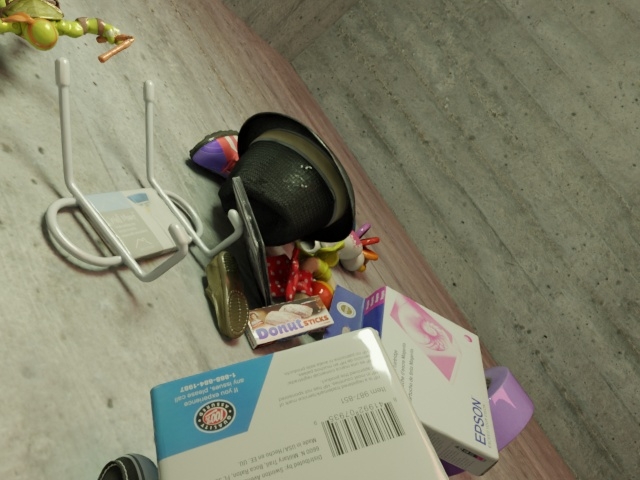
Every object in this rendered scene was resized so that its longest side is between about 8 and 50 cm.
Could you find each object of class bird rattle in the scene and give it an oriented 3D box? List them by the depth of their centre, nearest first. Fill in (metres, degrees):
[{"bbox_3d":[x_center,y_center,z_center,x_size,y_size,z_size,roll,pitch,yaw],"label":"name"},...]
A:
[{"bbox_3d":[-0.013,0.097,1.089,0.207,0.143,0.253,68,18,-7],"label":"bird rattle"}]

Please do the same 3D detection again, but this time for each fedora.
[{"bbox_3d":[-0.094,-0.090,1.009,0.152,0.334,0.334,-39,93,-31],"label":"fedora"}]

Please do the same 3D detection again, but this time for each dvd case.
[{"bbox_3d":[-0.120,0.019,0.913,0.221,0.018,0.164,90,-19,-50],"label":"dvd case"}]

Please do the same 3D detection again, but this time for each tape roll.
[{"bbox_3d":[0.318,0.389,1.107,0.090,0.275,0.275,54,16,9],"label":"tape roll"}]

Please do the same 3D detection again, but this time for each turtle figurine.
[{"bbox_3d":[-0.429,-0.315,0.734,0.217,0.269,0.087,40,-40,43],"label":"turtle figurine"}]

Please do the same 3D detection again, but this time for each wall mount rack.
[{"bbox_3d":[-0.267,-0.097,0.767,0.304,0.130,0.350,53,15,1],"label":"wall mount rack"}]

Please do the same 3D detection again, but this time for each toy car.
[{"bbox_3d":[0.110,0.002,1.586,0.182,0.136,0.159,54,17,4],"label":"toy car"}]

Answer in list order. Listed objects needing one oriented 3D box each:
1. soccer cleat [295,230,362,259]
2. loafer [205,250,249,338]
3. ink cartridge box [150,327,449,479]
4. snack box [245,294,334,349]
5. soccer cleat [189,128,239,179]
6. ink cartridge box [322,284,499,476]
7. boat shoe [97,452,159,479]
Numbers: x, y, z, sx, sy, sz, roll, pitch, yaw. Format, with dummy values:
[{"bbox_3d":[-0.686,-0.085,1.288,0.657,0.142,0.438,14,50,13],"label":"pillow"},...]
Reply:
[{"bbox_3d":[0.000,0.000,1.377,0.331,0.116,0.143,36,39,-40],"label":"soccer cleat"},{"bbox_3d":[-0.155,0.092,0.832,0.056,0.050,0.148,26,47,-51],"label":"loafer"},{"bbox_3d":[-0.003,0.253,0.423,0.129,0.223,0.307,93,-20,-45],"label":"ink cartridge box"},{"bbox_3d":[-0.058,0.143,0.911,0.178,0.022,0.064,-7,59,-43],"label":"snack box"},{"bbox_3d":[-0.189,-0.176,1.201,0.116,0.108,0.318,60,15,8],"label":"soccer cleat"},{"bbox_3d":[0.164,0.227,0.963,0.330,0.071,0.324,29,30,-7],"label":"ink cartridge box"},{"bbox_3d":[-0.174,0.265,0.379,0.076,0.080,0.228,43,27,-37],"label":"boat shoe"}]
